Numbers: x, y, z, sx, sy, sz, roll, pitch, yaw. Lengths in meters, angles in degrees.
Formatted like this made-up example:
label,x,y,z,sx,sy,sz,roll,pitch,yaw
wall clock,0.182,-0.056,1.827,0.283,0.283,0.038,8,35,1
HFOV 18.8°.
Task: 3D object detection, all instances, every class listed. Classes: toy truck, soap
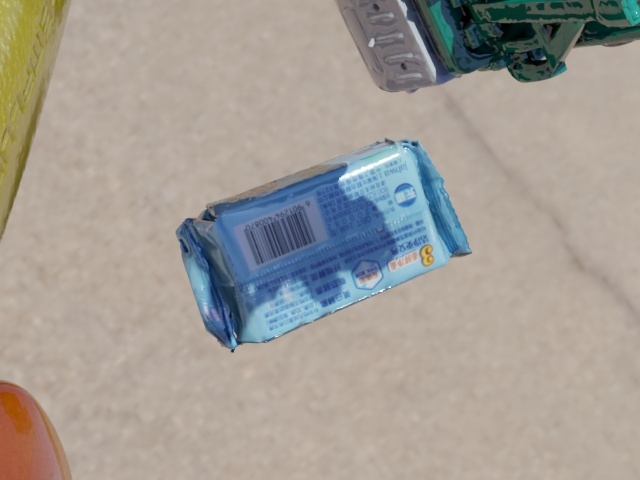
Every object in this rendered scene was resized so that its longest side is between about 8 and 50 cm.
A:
label,x,y,z,sx,sy,sz,roll,pitch,yaw
toy truck,0.171,-0.218,1.608,0.178,0.363,0.177,-39,113,-33
soap,0.000,0.000,2.037,0.293,0.077,0.156,-21,98,-16

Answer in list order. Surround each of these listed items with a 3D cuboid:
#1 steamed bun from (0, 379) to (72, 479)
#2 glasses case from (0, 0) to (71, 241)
label,x,y,z,sx,sy,sz,roll,pitch,yaw
steamed bun,-0.379,0.340,1.953,0.248,0.235,0.379,40,51,-48
glasses case,-0.195,-0.074,0.866,0.173,0.141,0.371,71,28,-62
